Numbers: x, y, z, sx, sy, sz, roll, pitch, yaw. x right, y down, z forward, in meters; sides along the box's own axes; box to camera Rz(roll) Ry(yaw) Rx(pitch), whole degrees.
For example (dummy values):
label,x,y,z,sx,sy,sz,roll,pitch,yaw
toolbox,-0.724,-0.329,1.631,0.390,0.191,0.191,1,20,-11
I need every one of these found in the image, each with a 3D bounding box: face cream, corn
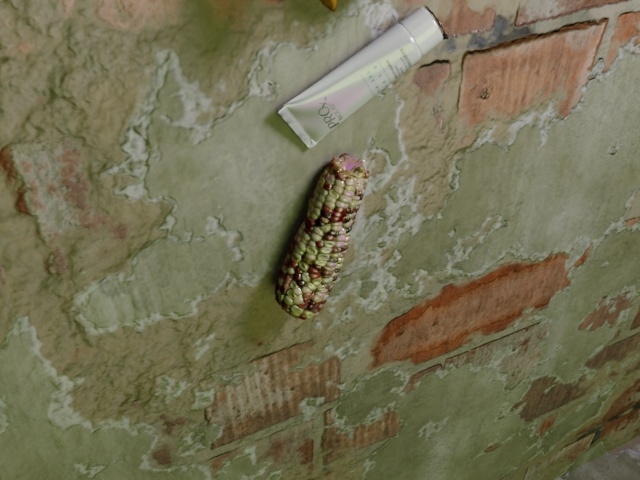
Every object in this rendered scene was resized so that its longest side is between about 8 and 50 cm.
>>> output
label,x,y,z,sx,sy,sz,roll,pitch,yaw
face cream,0.058,-0.227,0.827,0.243,0.058,0.092,-37,139,8
corn,0.000,0.000,0.939,0.092,0.092,0.280,2,121,-32

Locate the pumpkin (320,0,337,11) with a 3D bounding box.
label,x,y,z,sx,sy,sz,roll,pitch,yaw
pumpkin,-0.049,-0.398,0.576,0.290,0.095,0.258,23,108,-23
